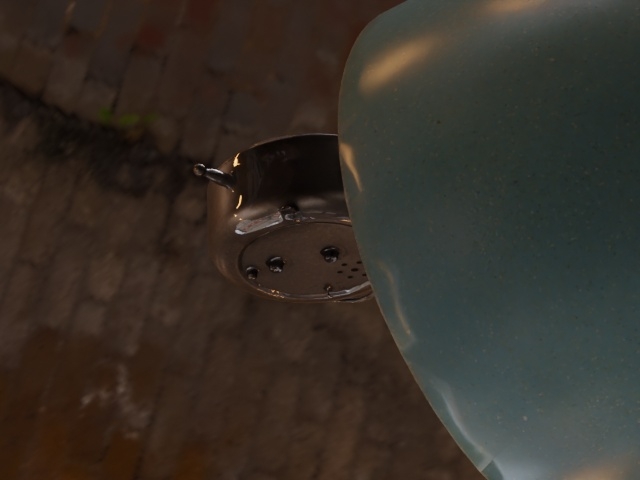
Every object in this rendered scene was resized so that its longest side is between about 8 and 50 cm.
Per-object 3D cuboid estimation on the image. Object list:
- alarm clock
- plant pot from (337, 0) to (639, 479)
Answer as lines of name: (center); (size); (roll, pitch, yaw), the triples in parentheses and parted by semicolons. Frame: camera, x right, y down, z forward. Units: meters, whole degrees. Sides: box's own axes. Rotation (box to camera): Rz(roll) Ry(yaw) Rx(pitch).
alarm clock: (0.000, 0.000, 1.185); (0.129, 0.192, 0.064); (-10, -118, 12)
plant pot: (0.175, -0.022, 0.906); (0.290, 0.195, 0.290); (36, -139, -39)
